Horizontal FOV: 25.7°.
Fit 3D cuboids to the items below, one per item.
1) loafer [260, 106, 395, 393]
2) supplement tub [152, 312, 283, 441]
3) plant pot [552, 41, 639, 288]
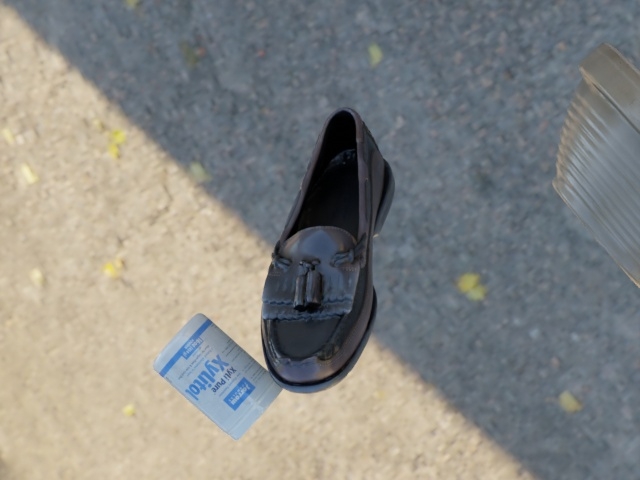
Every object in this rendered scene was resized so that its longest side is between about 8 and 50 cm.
[{"bbox_3d":[0.000,0.000,1.269,0.109,0.302,0.095,-2,132,17],"label":"loafer"},{"bbox_3d":[-0.095,0.125,1.291,0.107,0.071,0.071,41,142,1],"label":"supplement tub"},{"bbox_3d":[0.265,-0.036,1.126,0.110,0.237,0.237,-41,80,10],"label":"plant pot"}]
